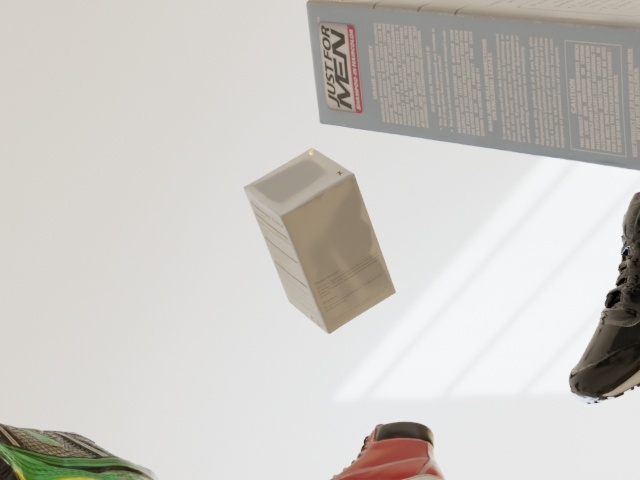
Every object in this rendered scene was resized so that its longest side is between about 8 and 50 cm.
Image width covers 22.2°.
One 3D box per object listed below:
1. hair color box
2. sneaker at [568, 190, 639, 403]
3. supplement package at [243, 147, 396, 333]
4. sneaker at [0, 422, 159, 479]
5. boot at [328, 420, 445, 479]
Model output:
[{"bbox_3d":[0.187,-0.148,1.304,0.185,0.374,0.114,-24,-64,-41],"label":"hair color box"},{"bbox_3d":[0.308,0.024,1.523,0.124,0.283,0.107,47,164,-9],"label":"sneaker"},{"bbox_3d":[0.000,0.000,1.949,0.105,0.105,0.179,37,152,54],"label":"supplement package"},{"bbox_3d":[-0.328,0.256,1.732,0.146,0.343,0.134,-99,32,-73],"label":"sneaker"},{"bbox_3d":[0.033,0.309,2.052,0.176,0.244,0.088,-101,-6,-61],"label":"boot"}]
